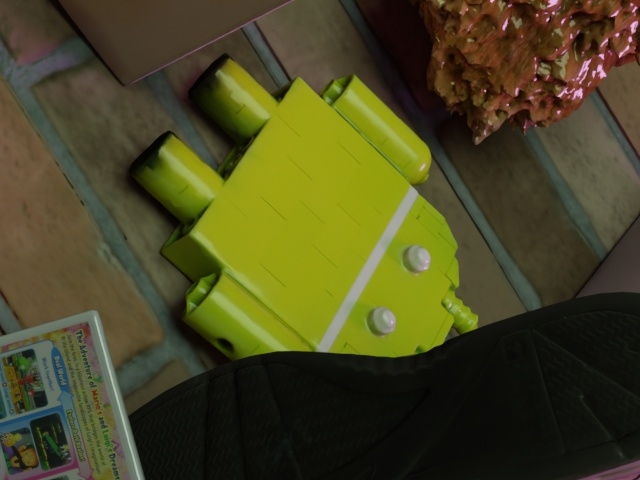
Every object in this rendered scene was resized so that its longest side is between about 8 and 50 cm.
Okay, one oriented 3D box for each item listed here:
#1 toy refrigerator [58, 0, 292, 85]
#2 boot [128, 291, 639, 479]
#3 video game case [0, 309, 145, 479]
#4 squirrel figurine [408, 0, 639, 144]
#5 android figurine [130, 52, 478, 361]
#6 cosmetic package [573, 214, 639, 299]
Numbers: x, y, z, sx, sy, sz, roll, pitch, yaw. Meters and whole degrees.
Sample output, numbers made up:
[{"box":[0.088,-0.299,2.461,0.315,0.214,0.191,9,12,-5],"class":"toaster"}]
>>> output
[{"box":[-0.050,-0.198,1.013,0.094,0.269,0.102,53,51,-17],"class":"toy refrigerator"},{"box":[0.073,0.164,1.016,0.284,0.377,0.138,54,21,-58],"class":"boot"},{"box":[-0.175,0.134,0.909,0.143,0.019,0.157,-16,81,-3],"class":"video game case"},{"box":[0.139,-0.287,1.204,0.370,0.281,0.397,-8,75,-32],"class":"squirrel figurine"},{"box":[0.000,0.000,1.121,0.273,0.056,0.248,44,52,-13],"class":"android figurine"},{"box":[0.328,0.089,1.278,0.224,0.138,0.224,51,52,-9],"class":"cosmetic package"}]
